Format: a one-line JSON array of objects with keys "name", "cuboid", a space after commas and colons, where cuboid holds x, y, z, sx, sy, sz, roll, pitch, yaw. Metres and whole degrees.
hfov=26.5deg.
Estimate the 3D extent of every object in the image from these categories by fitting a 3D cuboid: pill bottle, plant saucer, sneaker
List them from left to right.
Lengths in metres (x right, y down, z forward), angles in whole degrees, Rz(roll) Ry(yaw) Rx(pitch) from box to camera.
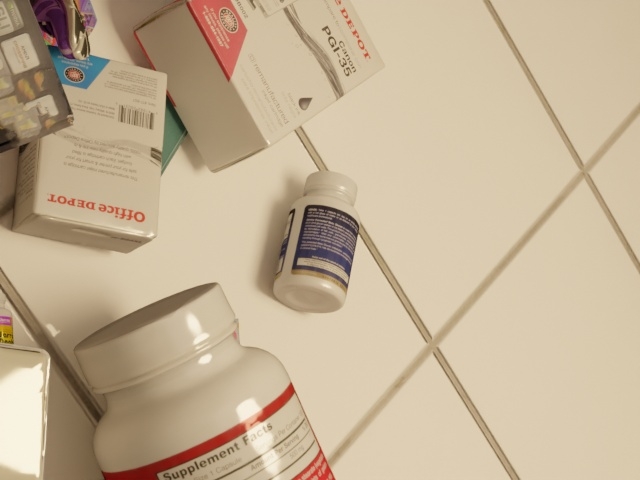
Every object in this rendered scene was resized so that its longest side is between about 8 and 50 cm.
[{"name": "pill bottle", "cuboid": [-0.347, 0.099, 1.439, 0.043, 0.043, 0.083, 5, 74, -41]}, {"name": "sneaker", "cuboid": [-0.308, -0.252, 1.510, 0.071, 0.068, 0.170, -28, 54, -11]}, {"name": "plant saucer", "cuboid": [-0.202, -0.120, 1.654, 0.067, 0.018, 0.192, 43, 54, -24]}, {"name": "pill bottle", "cuboid": [-0.105, 0.264, 1.476, 0.229, 0.229, 0.408, -30, 98, -43]}, {"name": "pill bottle", "cuboid": [0.000, 0.000, 1.745, 0.094, 0.094, 0.169, 29, 60, -32]}]

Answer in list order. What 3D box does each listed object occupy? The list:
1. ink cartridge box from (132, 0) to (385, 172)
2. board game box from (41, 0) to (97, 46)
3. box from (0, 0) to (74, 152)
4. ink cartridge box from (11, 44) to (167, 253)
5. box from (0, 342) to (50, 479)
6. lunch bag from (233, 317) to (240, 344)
[{"name": "ink cartridge box", "cuboid": [-0.071, -0.244, 1.726, 0.283, 0.117, 0.207, -40, 104, -46]}, {"name": "board game box", "cuboid": [-0.324, -0.306, 1.590, 0.133, 0.033, 0.169, -20, 90, -44]}, {"name": "box", "cuboid": [-0.438, -0.230, 1.203, 0.318, 0.097, 0.395, -22, 102, -13]}, {"name": "ink cartridge box", "cuboid": [-0.260, -0.100, 1.536, 0.148, 0.086, 0.203, 12, 70, -29]}, {"name": "box", "cuboid": [-0.382, 0.170, 1.202, 0.148, 0.311, 0.121, 13, 69, -39]}, {"name": "lunch bag", "cuboid": [-0.137, 0.128, 1.613, 0.083, 0.053, 0.071, 4, 77, -51]}]
